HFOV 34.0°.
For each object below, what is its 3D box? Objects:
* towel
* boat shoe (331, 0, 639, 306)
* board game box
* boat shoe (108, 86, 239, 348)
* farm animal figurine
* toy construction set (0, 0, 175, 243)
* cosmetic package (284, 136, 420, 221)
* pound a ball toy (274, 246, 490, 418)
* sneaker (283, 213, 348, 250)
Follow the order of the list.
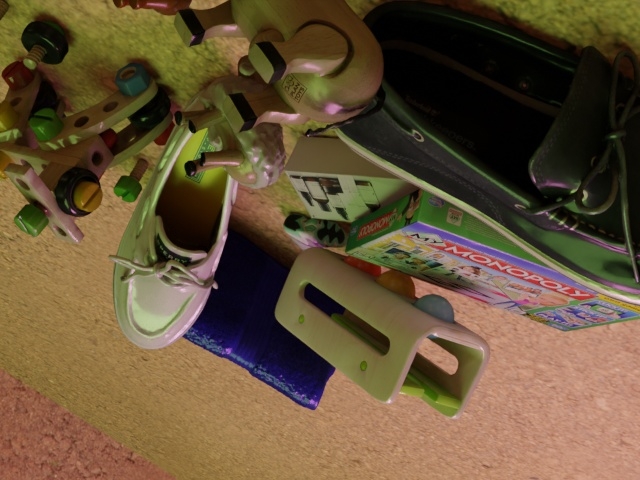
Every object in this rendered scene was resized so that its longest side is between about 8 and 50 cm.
[{"bbox_3d":[-0.103,0.083,1.489,0.308,0.228,0.076,30,123,-10],"label":"towel"},{"bbox_3d":[0.235,-0.080,0.962,0.500,0.187,0.156,26,158,10],"label":"boat shoe"},{"bbox_3d":[0.211,0.029,1.205,0.317,0.046,0.213,20,165,-15],"label":"board game box"},{"bbox_3d":[-0.171,0.003,1.256,0.135,0.156,0.367,24,115,-6],"label":"boat shoe"},{"bbox_3d":[-0.031,-0.239,0.897,0.330,0.172,0.327,-28,81,56],"label":"farm animal figurine"},{"bbox_3d":[-0.336,-0.089,1.335,0.257,0.237,0.309,20,152,9],"label":"toy construction set"},{"bbox_3d":[0.084,-0.064,1.232,0.239,0.060,0.099,6,149,30],"label":"cosmetic package"},{"bbox_3d":[0.094,0.103,1.356,0.208,0.136,0.319,19,-171,-36],"label":"pound a ball toy"},{"bbox_3d":[0.000,0.000,1.438,0.098,0.038,0.069,21,155,28],"label":"sneaker"}]
